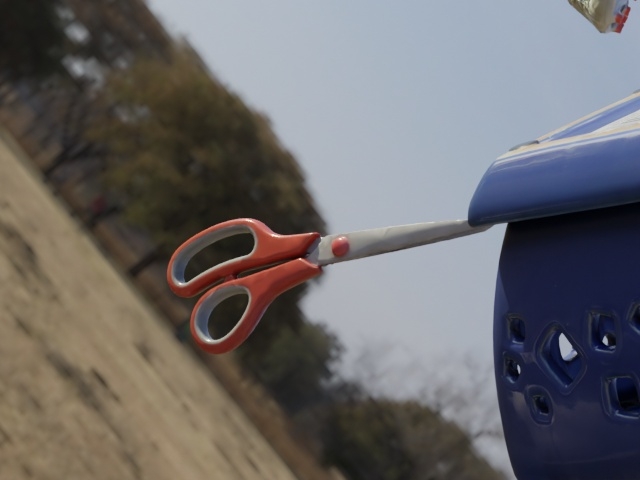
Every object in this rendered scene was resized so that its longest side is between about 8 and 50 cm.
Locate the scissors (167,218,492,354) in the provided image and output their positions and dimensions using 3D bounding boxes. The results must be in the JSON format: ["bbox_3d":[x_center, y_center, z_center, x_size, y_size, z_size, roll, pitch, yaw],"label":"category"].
[{"bbox_3d":[0.000,0.000,1.386,0.021,0.297,0.109,25,45,-53],"label":"scissors"}]

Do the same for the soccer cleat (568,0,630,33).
[{"bbox_3d":[0.274,-0.245,1.711,0.076,0.068,0.196,26,11,6],"label":"soccer cleat"}]

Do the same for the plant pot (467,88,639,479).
[{"bbox_3d":[0.241,0.012,1.054,0.236,0.236,0.212,-9,-77,52],"label":"plant pot"}]
